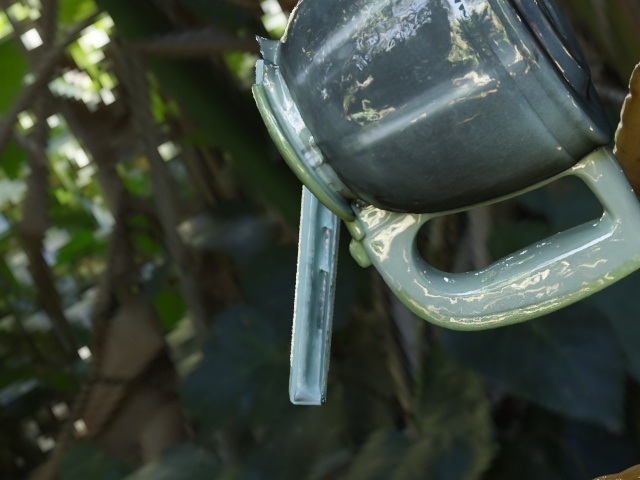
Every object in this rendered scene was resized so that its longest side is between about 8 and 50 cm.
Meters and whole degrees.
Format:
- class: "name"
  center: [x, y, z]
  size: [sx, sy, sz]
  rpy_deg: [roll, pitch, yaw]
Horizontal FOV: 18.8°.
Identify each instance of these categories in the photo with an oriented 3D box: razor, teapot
- class: "razor"
  center: [-0.001, -0.004, 1.428]
  size: [0.111, 0.278, 0.056]
  rpy_deg: [3, 30, -5]
- class: "teapot"
  center: [0.033, -0.034, 0.559]
  size: [0.090, 0.124, 0.092]
  rpy_deg: [-31, -11, 16]

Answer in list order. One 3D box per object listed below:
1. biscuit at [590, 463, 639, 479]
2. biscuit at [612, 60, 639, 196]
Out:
- class: "biscuit"
  center: [0.214, 0.211, 1.467]
  size: [0.250, 0.035, 0.162]
  rpy_deg: [-15, 5, 24]
- class: "biscuit"
  center: [0.164, -0.104, 0.771]
  size: [0.027, 0.188, 0.188]
  rpy_deg: [24, 38, 15]
